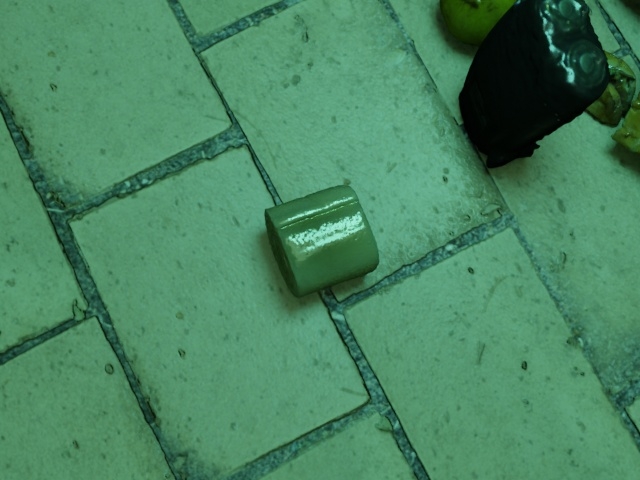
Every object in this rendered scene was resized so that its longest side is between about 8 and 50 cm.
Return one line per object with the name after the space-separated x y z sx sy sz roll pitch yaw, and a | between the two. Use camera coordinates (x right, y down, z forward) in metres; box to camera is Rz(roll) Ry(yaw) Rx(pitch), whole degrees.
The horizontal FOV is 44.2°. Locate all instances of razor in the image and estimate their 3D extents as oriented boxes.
0.301 -0.232 1.182 0.107 0.327 0.189 -16 80 -12 | razor

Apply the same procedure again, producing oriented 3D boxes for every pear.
0.270 -0.394 1.297 0.149 0.162 0.148 -1 82 9 | pear

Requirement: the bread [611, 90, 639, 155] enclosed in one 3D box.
0.614 -0.209 1.215 0.239 0.246 0.111 33 37 17 | bread

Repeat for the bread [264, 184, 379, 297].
0.000 0.000 1.222 0.141 0.134 0.148 -19 92 -10 | bread

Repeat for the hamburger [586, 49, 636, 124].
0.464 -0.279 1.309 0.176 0.102 0.087 41 68 6 | hamburger
